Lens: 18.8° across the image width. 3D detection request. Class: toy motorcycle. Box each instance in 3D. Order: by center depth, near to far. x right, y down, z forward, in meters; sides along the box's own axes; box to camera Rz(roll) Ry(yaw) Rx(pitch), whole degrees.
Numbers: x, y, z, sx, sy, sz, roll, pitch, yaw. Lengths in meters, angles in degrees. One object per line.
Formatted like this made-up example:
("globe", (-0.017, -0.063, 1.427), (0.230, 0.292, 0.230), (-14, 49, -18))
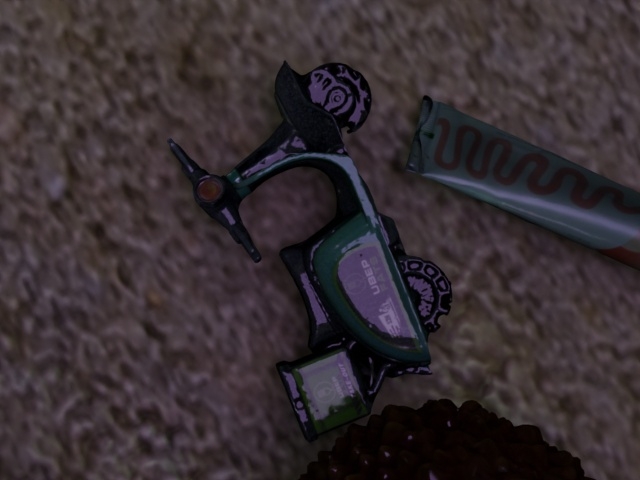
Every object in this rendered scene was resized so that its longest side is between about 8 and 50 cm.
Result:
("toy motorcycle", (0.000, 0.000, 0.928), (0.100, 0.058, 0.173), (-22, 92, -5))

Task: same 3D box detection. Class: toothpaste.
("toothpaste", (0.139, -0.013, 0.963), (0.205, 0.036, 0.056), (23, 43, -7))

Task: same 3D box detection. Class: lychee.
("lychee", (0.058, 0.155, 0.858), (0.188, 0.188, 0.188), (1, 86, -10))
